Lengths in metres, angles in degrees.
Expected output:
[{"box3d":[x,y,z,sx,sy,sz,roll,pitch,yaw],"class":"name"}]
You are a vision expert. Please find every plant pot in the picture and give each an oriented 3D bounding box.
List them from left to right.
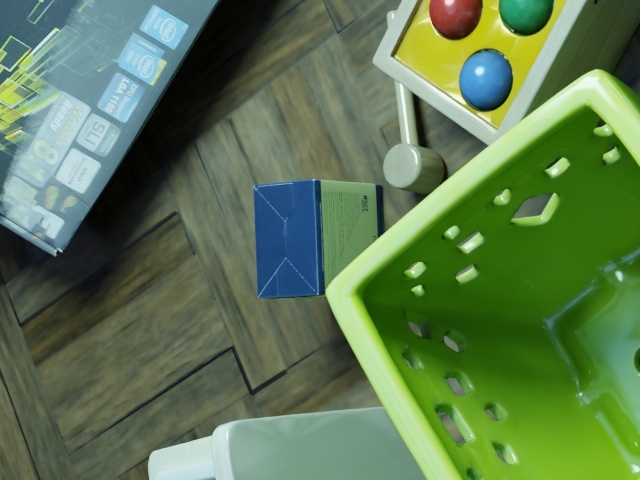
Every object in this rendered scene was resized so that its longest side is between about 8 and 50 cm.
[{"box3d":[0.178,0.061,1.200,0.228,0.207,0.227,-39,68,20],"class":"plant pot"}]

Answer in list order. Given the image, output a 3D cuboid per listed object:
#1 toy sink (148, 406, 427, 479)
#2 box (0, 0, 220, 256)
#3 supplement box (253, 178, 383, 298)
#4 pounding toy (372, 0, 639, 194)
[{"box3d":[-0.026,0.203,1.348,0.131,0.234,0.153,-18,80,35],"class":"toy sink"},{"box3d":[-0.232,-0.229,1.499,0.318,0.097,0.395,32,113,-8],"class":"box"},{"box3d":[0.000,0.000,1.423,0.056,0.083,0.083,-4,87,37],"class":"supplement box"},{"box3d":[0.089,-0.122,1.352,0.181,0.094,0.206,38,111,31],"class":"pounding toy"}]
